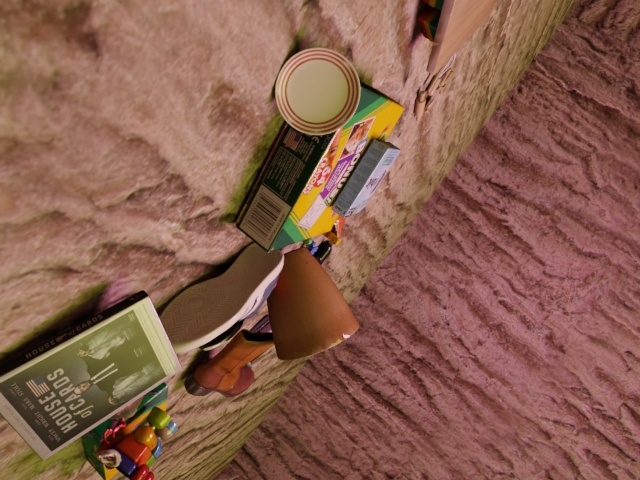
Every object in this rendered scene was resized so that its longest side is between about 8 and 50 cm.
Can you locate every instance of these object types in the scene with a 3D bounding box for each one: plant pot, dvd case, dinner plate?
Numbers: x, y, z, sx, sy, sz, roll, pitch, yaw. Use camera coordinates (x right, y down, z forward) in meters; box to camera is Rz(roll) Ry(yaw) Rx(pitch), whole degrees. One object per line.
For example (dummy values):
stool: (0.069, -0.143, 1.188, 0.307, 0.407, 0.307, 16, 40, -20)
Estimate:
plant pot: (-0.051, 0.154, 1.173, 0.237, 0.254, 0.237, -21, -179, 0)
dvd case: (-0.354, 0.208, 0.676, 0.239, 0.030, 0.179, -32, 130, -30)
dinner plate: (-0.005, -0.246, 0.719, 0.141, 0.141, 0.017, -60, -159, 26)

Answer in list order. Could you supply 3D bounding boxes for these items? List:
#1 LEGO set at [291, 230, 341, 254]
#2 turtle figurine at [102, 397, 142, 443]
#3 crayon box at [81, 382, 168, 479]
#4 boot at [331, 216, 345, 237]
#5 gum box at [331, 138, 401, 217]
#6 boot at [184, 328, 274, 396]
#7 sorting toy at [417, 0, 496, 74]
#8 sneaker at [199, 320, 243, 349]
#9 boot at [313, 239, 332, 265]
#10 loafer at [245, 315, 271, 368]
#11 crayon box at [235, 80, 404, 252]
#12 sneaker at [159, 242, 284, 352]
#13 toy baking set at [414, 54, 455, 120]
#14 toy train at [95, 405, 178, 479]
LEGO set: (0.000, 0.000, 1.309, 0.227, 0.093, 0.087, -57, 164, 18)
turtle figurine: (-0.378, 0.263, 0.792, 0.175, 0.118, 0.234, -46, 156, -43)
crayon box: (-0.448, 0.422, 0.992, 0.165, 0.081, 0.278, -37, 159, -43)
boot: (0.057, -0.053, 1.431, 0.084, 0.059, 0.158, -51, 164, -23)
gum box: (0.111, -0.145, 1.015, 0.184, 0.041, 0.157, -57, 168, 19)
boot: (-0.223, 0.348, 1.284, 0.280, 0.096, 0.264, -43, 141, 18)
sorting toy: (0.319, -0.561, 0.976, 0.257, 0.089, 0.255, -48, 164, -15)
sneaker: (-0.271, 0.263, 1.189, 0.161, 0.057, 0.075, -38, 154, -49)
boot: (-0.015, 0.059, 1.499, 0.099, 0.045, 0.121, -21, 146, -56)
loafer: (-0.245, 0.389, 1.473, 0.302, 0.095, 0.109, -45, 163, -24)
crayon box: (0.012, -0.168, 0.942, 0.362, 0.106, 0.313, -58, 163, 22)
sneaker: (-0.209, 0.149, 0.969, 0.350, 0.131, 0.148, -38, 155, -42)
toy baking set: (0.363, -0.497, 1.373, 0.196, 0.030, 0.256, -54, 165, -3)
toy train: (-0.359, 0.397, 0.866, 0.143, 0.105, 0.248, -53, 168, -37)
